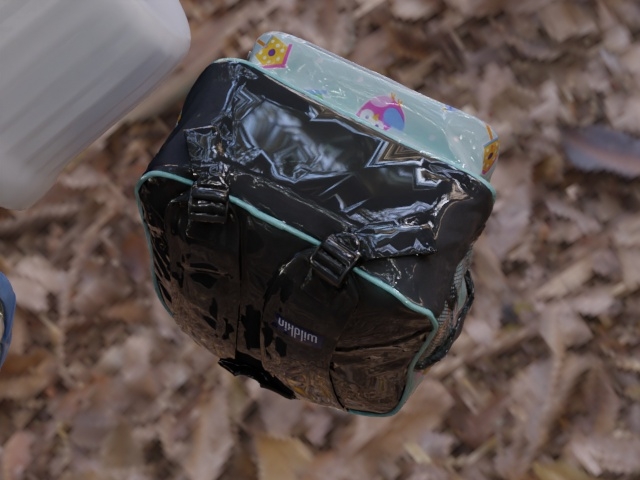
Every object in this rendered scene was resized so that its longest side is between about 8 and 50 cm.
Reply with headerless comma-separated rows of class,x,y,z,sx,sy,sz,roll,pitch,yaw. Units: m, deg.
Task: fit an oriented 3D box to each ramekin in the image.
ramekin,-0.192,-0.166,1.005,0.135,0.277,0.277,-35,42,7

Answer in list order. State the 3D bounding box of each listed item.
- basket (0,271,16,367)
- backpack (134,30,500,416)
basket,-0.305,0.057,1.176,0.255,0.201,0.289,129,151,-50
backpack,0.000,0.000,0.909,0.166,0.188,0.144,23,58,9
